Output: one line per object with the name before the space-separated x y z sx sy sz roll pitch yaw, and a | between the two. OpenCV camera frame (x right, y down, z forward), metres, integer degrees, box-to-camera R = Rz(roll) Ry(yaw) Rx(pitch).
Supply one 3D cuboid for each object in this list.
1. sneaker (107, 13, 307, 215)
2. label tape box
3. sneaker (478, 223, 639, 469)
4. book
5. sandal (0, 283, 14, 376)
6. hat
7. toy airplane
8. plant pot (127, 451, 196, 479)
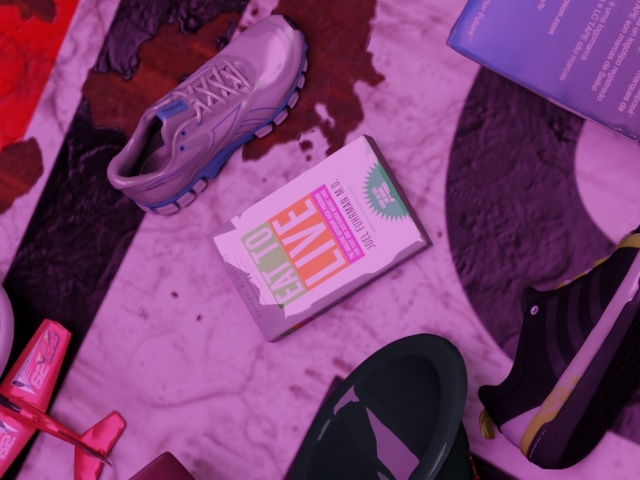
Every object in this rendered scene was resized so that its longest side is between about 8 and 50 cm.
sneaker | -0.087 -0.097 1.491 0.191 0.083 0.071 -48 67 10
label tape box | 0.289 -0.159 1.326 0.333 0.106 0.241 30 96 22
sneaker | 0.180 0.048 1.354 0.097 0.084 0.235 37 104 29
book | 0.000 0.000 1.472 0.144 0.035 0.096 -33 76 15
sandal | -0.438 0.069 1.600 0.416 0.102 0.169 7 87 27
hat | 0.097 0.198 1.408 0.173 0.183 0.208 -29 34 40
toy airplane | -0.215 0.141 1.544 0.151 0.028 0.151 -4 78 20
plant pot | -0.127 0.280 1.413 0.201 0.201 0.180 -42 86 13
